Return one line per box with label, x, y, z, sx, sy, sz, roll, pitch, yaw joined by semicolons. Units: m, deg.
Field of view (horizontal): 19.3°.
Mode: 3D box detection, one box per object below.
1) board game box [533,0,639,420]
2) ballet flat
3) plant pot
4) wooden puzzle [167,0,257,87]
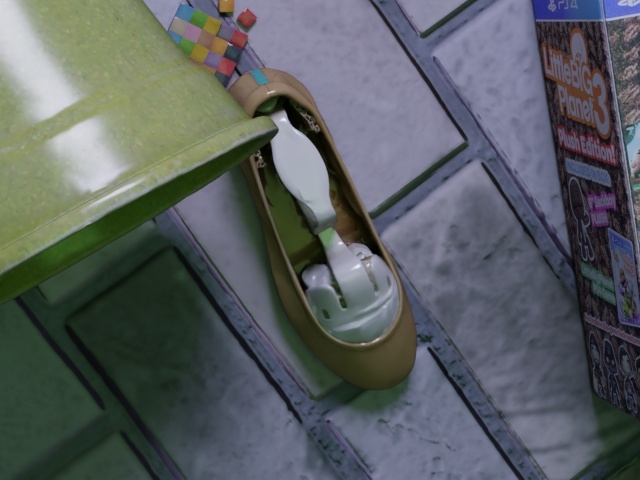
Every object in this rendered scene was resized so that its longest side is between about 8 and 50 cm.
board game box;0.284;-0.048;1.224;0.232;0.141;0.291;-11;99;-10
ballet flat;0.000;0.000;1.207;0.080;0.073;0.232;-28;102;-7
plant pot;-0.204;-0.102;1.075;0.276;0.276;0.254;-30;90;-7
wooden puzzle;-0.078;-0.121;1.210;0.049;0.006;0.083;25;91;-13
